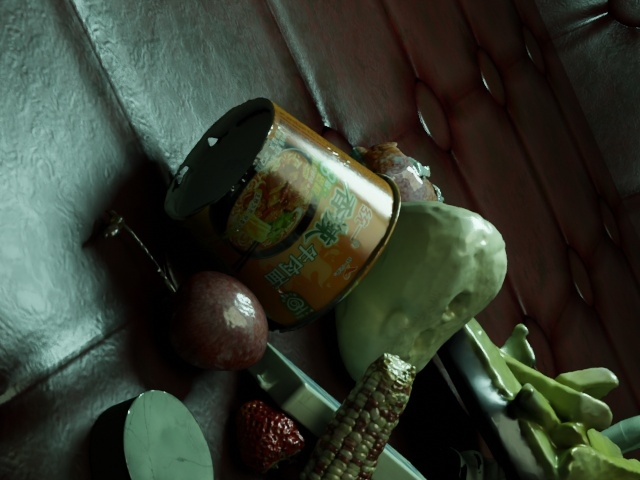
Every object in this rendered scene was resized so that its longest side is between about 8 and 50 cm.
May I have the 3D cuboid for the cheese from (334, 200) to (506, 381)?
[{"bbox_3d":[0.129,0.066,1.608,0.174,0.248,0.251,38,45,-45],"label":"cheese"}]

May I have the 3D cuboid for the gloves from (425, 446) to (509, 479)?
[{"bbox_3d":[0.225,0.376,1.697,0.212,0.111,0.127,38,33,-34],"label":"gloves"}]

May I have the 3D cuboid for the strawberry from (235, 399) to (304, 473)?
[{"bbox_3d":[-0.060,0.210,1.314,0.083,0.073,0.073,59,23,13],"label":"strawberry"}]

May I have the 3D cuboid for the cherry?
[{"bbox_3d":[-0.144,0.063,1.260,0.225,0.090,0.107,34,53,-22],"label":"cherry"}]

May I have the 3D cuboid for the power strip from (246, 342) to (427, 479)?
[{"bbox_3d":[0.042,0.241,1.458,0.367,0.043,0.106,45,-3,-40],"label":"power strip"}]

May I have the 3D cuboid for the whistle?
[{"bbox_3d":[0.123,-0.071,1.838,0.142,0.133,0.346,33,9,17],"label":"whistle"}]

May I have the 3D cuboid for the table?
[{"bbox_3d":[-0.157,0.211,1.145,0.133,0.043,0.133,43,34,-40],"label":"table"}]

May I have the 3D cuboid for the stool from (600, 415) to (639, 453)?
[{"bbox_3d":[0.543,0.418,2.178,0.195,0.199,0.195,14,57,-62],"label":"stool"}]

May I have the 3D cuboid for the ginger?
[{"bbox_3d":[0.336,0.254,1.760,0.413,0.211,0.358,61,-2,1],"label":"ginger"}]

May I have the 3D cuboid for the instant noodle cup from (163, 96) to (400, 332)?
[{"bbox_3d":[-0.052,-0.039,1.369,0.182,0.230,0.230,42,34,-27],"label":"instant noodle cup"}]

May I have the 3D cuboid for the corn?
[{"bbox_3d":[0.029,0.232,1.323,0.079,0.079,0.237,29,89,-53],"label":"corn"}]
